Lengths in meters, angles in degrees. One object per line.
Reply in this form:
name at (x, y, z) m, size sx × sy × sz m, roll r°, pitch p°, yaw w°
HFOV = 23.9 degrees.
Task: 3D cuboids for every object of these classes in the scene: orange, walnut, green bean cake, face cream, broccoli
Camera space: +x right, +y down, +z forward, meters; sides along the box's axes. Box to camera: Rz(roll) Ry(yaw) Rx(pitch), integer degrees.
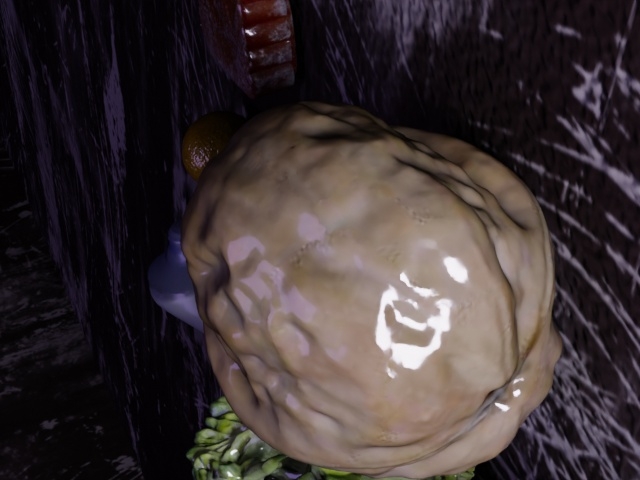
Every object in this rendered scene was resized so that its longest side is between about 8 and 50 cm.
orange at (-0.100, -0.093, 1.562) m, size 0.095 × 0.085 × 0.085 m, roll -92°, pitch -8°, yaw -67°
walnut at (0.032, 0.032, 1.019) m, size 0.273 × 0.273 × 0.227 m, roll 51°, pitch 122°, yaw 51°
green bean cake at (-0.069, -0.212, 1.385) m, size 0.135 × 0.056 × 0.135 m, roll -132°, pitch 29°, yaw -51°
face cream at (-0.075, 0.161, 1.720) m, size 0.235 × 0.137 × 0.420 m, roll 35°, pitch 148°, yaw 62°
broccoli at (0.008, 0.196, 1.242) m, size 0.263 × 0.247 × 0.243 m, roll 49°, pitch 165°, yaw 11°
